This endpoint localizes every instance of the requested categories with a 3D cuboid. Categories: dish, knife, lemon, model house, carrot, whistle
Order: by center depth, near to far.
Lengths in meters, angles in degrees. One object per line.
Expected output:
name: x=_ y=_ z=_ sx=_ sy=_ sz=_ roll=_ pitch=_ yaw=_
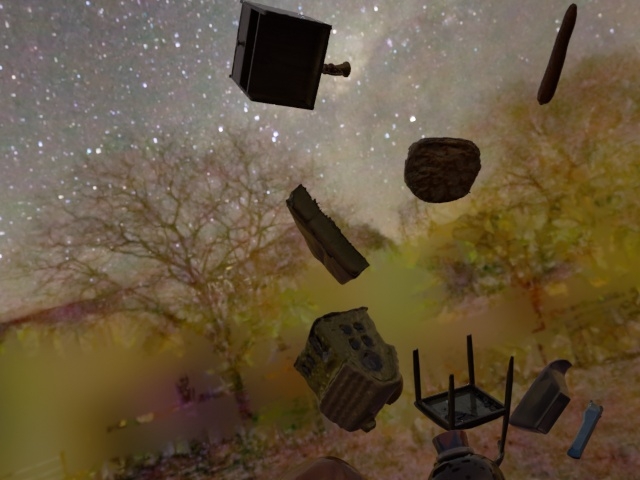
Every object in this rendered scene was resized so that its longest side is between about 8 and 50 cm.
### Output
model house: x=0.081 y=0.301 z=1.172 sx=0.175 sy=0.234 sz=0.193 roll=-10 pitch=-43 yaw=-41
carrot: x=0.590 y=-0.457 z=1.269 sx=0.043 sy=0.043 sz=0.247 roll=-14 pitch=-50 yaw=-22
knife: x=0.711 y=0.504 z=1.368 sx=0.044 sy=0.026 sz=0.297 roll=17 pitch=23 yaw=36
dish: x=0.622 y=0.432 z=1.387 sx=0.154 sy=0.064 sz=0.234 roll=33 pitch=-90 yaw=-42
lemon: x=0.186 y=0.393 z=1.394 sx=0.082 sy=0.110 sz=0.082 roll=4 pitch=18 yaw=-1
whistle: x=0.039 y=-0.480 z=1.452 sx=0.109 sy=0.057 sz=0.046 roll=-20 pitch=-13 yaw=-39

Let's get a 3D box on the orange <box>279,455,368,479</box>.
orange: x=0.024 y=0.454 z=0.739 sx=0.183 sy=0.249 sz=0.249 roll=-39 pitch=1 yaw=-27

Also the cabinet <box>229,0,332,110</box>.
cabinet: x=-0.099 y=-0.402 z=1.094 sx=0.148 sy=0.215 sz=0.174 roll=2 pitch=-62 yaw=-25

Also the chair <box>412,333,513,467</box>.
chair: x=0.326 y=0.381 z=1.175 sx=0.188 sy=0.272 sz=0.166 roll=-10 pitch=12 yaw=-19

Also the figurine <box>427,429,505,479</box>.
figurine: x=0.278 y=0.467 z=0.880 sx=0.158 sy=0.275 sz=0.161 roll=-26 pitch=-22 yaw=-9

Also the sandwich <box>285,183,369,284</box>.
sandwich: x=0.000 y=0.000 z=1.236 sx=0.063 sy=0.245 sz=0.212 roll=-38 pitch=-4 yaw=-13

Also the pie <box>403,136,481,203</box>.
pie: x=0.323 y=-0.190 z=1.358 sx=0.205 sy=0.178 sz=0.084 roll=-2 pitch=21 yaw=-7
